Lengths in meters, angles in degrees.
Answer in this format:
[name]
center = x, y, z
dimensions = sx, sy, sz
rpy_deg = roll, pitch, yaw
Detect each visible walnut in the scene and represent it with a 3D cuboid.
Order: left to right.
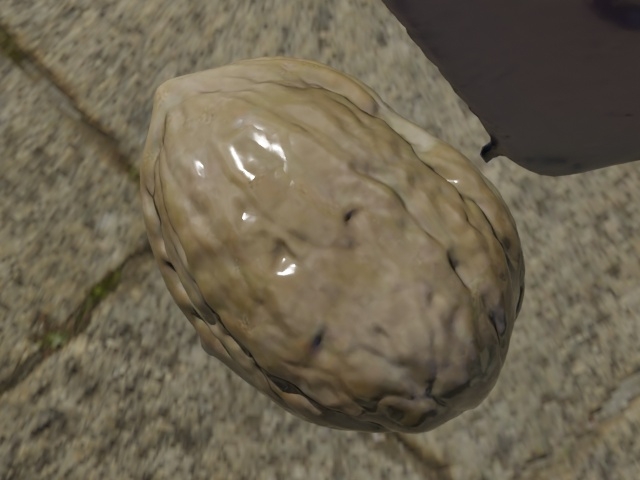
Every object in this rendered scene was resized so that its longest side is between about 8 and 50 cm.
[walnut]
center = 0.001, -0.001, 0.924
dimensions = 0.230, 0.178, 0.178
rpy_deg = 43, 100, -3

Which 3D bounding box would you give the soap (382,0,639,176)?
[soap]
center = 0.115, -0.147, 0.368
dimensions = 0.285, 0.107, 0.296
rpy_deg = -15, 149, 24
